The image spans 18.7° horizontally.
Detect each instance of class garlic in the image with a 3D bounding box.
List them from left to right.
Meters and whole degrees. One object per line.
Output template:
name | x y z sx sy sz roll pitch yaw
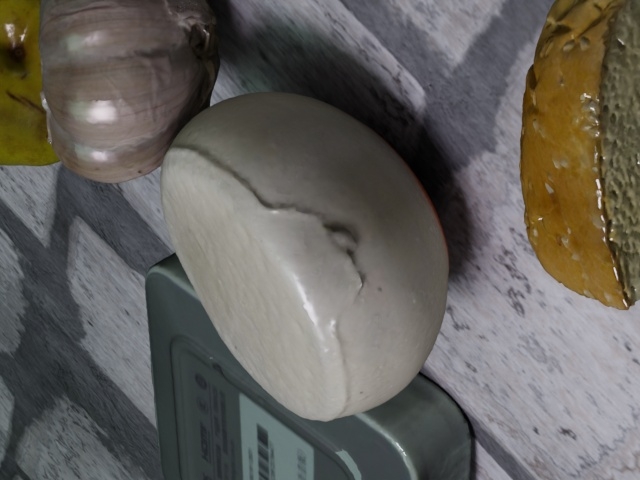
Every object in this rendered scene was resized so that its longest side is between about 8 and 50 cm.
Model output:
garlic | -0.162 -0.160 1.661 0.228 0.152 0.228 178 90 -87

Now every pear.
pear | -0.296 -0.163 1.890 0.200 0.200 0.200 40 155 22

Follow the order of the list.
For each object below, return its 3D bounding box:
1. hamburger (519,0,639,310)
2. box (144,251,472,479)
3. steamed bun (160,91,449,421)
hamburger | 0.177 -0.069 1.243 0.155 0.135 0.208 20 141 47
box | -0.023 0.227 2.036 0.396 0.111 0.396 33 142 31
steamed bun | 0.000 0.000 1.611 0.283 0.177 0.283 46 155 29
